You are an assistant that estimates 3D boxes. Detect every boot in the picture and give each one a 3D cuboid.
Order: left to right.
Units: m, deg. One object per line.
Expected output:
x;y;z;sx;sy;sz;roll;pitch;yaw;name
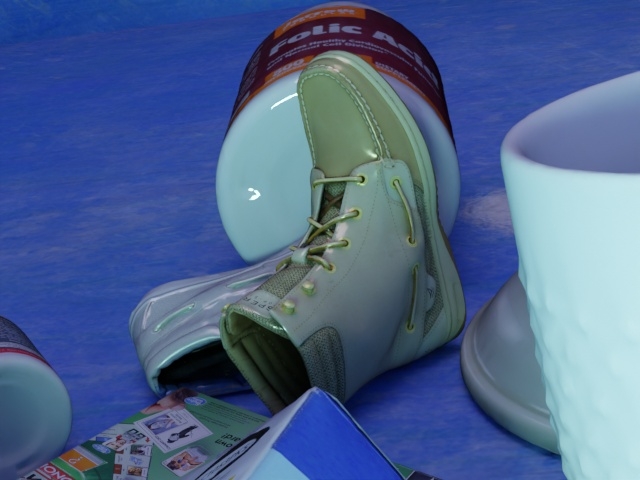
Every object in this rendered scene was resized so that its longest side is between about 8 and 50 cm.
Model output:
-0.029;0.069;1.170;0.258;0.095;0.123;-19;29;-5;boot
0.000;0.000;1.078;0.095;0.262;0.203;-4;20;46;boot

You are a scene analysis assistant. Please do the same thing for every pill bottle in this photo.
-0.271;0.115;1.101;0.108;0.108;0.180;-17;22;-21;pill bottle
0.021;-0.112;1.404;0.224;0.224;0.392;-8;21;4;pill bottle

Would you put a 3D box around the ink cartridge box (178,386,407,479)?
-0.087;0.226;0.511;0.270;0.151;0.395;-38;7;31;ink cartridge box

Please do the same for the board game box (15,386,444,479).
-0.066;0.191;0.898;0.213;0.046;0.317;-27;27;-38;board game box

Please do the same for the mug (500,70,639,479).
0.248;0.101;0.556;0.276;0.328;0.374;-14;14;-4;mug

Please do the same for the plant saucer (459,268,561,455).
0.302;0.039;1.066;0.400;0.101;0.400;-9;20;3;plant saucer
